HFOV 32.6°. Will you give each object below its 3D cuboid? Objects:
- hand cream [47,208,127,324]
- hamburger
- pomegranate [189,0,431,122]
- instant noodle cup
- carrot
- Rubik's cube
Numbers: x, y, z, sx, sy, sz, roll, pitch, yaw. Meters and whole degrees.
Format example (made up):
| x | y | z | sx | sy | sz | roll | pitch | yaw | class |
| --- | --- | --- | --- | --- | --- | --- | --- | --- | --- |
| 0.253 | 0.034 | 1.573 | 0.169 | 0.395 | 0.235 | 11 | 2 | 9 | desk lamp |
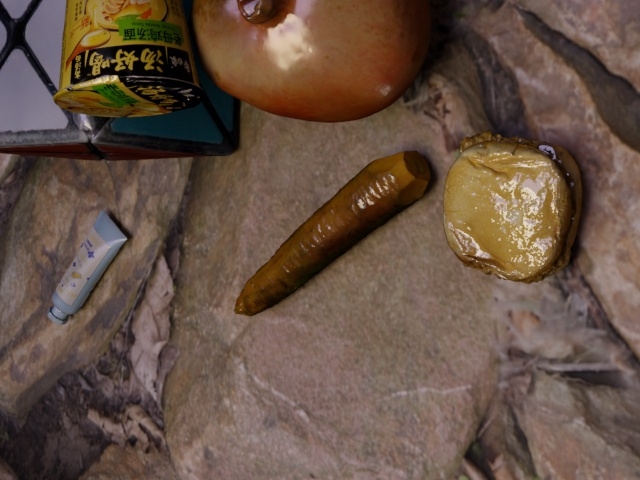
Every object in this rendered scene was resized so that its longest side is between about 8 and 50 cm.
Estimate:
| x | y | z | sx | sy | sz | roll | pitch | yaw | class |
| --- | --- | --- | --- | --- | --- | --- | --- | --- | --- |
| -0.322 | 0.042 | 1.496 | 0.065 | 0.043 | 0.171 | 46 | 113 | 27 | hand cream |
| 0.190 | -0.033 | 1.097 | 0.138 | 0.083 | 0.147 | 11 | 99 | 32 | hamburger |
| -0.015 | -0.236 | 1.125 | 0.252 | 0.270 | 0.229 | 18 | 106 | 26 | pomegranate |
| -0.195 | -0.196 | 1.107 | 0.151 | 0.151 | 0.122 | -10 | 79 | 36 | instant noodle cup |
| 0.000 | 0.000 | 1.252 | 0.314 | 0.066 | 0.066 | -39 | 69 | 33 | carrot |
| -0.266 | -0.229 | 1.318 | 0.255 | 0.259 | 0.260 | 0 | 92 | 35 | Rubik's cube |
